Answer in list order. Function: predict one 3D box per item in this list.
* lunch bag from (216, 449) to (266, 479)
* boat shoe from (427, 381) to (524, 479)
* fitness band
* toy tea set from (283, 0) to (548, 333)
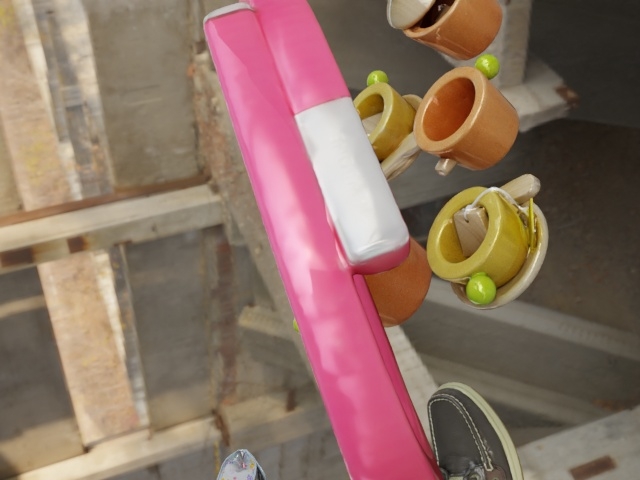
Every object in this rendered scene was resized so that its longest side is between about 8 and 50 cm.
[{"bbox_3d":[-0.082,0.275,0.905,0.083,0.053,0.071,-79,-16,-62],"label":"lunch bag"},{"bbox_3d":[0.150,0.250,0.814,0.080,0.073,0.223,-21,87,47],"label":"boat shoe"},{"bbox_3d":[0.000,0.000,0.441,0.209,0.054,0.291,78,174,-57],"label":"fitness band"},{"bbox_3d":[0.056,-0.085,0.665,0.200,0.124,0.336,-32,43,40],"label":"toy tea set"}]
